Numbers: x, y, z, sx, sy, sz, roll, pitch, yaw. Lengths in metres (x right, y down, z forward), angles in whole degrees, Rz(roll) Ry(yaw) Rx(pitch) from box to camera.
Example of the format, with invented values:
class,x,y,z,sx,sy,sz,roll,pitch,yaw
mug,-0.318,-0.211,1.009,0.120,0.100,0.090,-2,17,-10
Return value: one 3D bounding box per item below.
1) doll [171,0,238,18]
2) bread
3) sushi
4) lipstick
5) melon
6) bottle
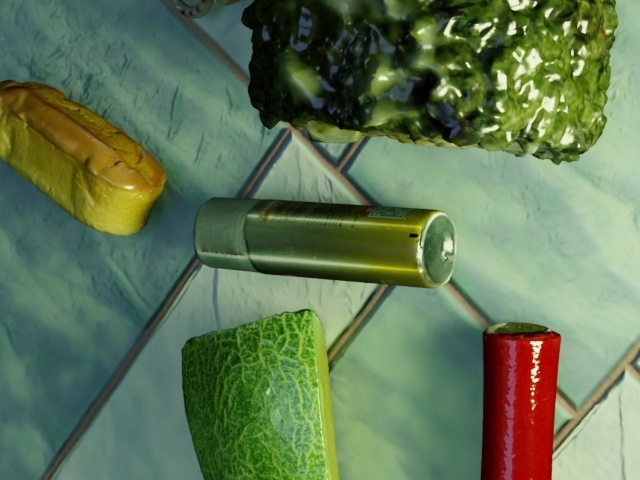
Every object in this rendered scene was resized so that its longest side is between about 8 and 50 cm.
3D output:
class,x,y,z,sx,sy,sz,roll,pitch,yaw
doll,-0.167,-0.373,1.973,0.154,0.119,0.278,-38,84,31
bread,-0.280,-0.101,2.075,0.245,0.102,0.094,36,119,27
sushi,0.092,-0.172,1.712,0.352,0.294,0.178,9,96,33
lipstick,0.195,0.203,1.809,0.080,0.080,0.241,5,98,32
melon,-0.037,0.244,1.937,0.196,0.124,0.323,-17,84,40
bottle,0.000,0.000,1.911,0.286,0.082,0.082,5,98,33
